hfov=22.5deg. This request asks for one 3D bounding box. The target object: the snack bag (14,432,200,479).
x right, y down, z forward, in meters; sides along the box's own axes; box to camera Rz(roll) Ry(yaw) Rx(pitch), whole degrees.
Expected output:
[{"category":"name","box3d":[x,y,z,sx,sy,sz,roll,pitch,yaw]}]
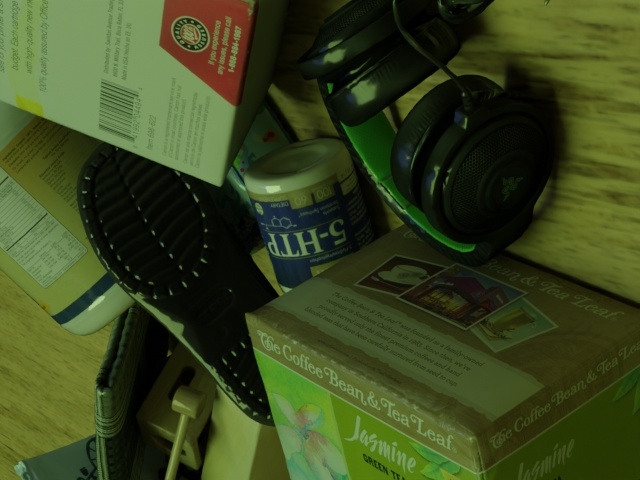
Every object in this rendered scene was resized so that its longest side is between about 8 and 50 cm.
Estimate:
[{"category":"snack bag","box3d":[-0.213,0.388,2.171,0.037,0.342,0.323,-45,74,33]}]

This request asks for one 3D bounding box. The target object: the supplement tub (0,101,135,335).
[{"category":"supplement tub","box3d":[-0.311,-0.070,1.853,0.316,0.228,0.228,45,155,-12]}]

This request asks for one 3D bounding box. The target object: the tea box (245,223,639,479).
[{"category":"tea box","box3d":[0.137,0.197,1.481,0.329,0.220,0.323,23,134,50]}]

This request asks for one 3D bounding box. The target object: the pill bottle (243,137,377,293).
[{"category":"pill bottle","box3d":[0.000,0.000,1.645,0.112,0.112,0.186,15,129,54]}]

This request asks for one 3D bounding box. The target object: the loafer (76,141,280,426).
[{"category":"loafer","box3d":[-0.129,0.049,1.700,0.366,0.134,0.130,55,177,12]}]

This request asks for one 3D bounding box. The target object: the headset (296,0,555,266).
[{"category":"headset","box3d":[0.111,-0.130,1.355,0.243,0.185,0.394,50,166,14]}]

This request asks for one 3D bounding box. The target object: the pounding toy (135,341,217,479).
[{"category":"pounding toy","box3d":[-0.181,0.210,2.012,0.094,0.181,0.206,26,159,10]}]

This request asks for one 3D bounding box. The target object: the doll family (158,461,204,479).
[{"category":"doll family","box3d":[-0.138,0.337,2.187,0.111,0.076,0.193,-39,75,19]}]

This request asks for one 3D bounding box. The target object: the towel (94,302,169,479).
[{"category":"towel","box3d":[-0.249,0.166,2.073,0.056,0.324,0.312,7,136,3]}]

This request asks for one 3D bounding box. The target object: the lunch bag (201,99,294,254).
[{"category":"lunch bag","box3d":[-0.106,-0.095,1.766,0.219,0.090,0.176,57,156,10]}]

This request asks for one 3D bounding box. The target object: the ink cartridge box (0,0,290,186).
[{"category":"ink cartridge box","box3d":[-0.230,-0.252,1.555,0.385,0.160,0.279,21,146,3]}]

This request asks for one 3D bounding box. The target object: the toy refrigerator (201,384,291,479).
[{"category":"toy refrigerator","box3d":[-0.078,0.241,2.021,0.094,0.102,0.269,48,151,23]}]
